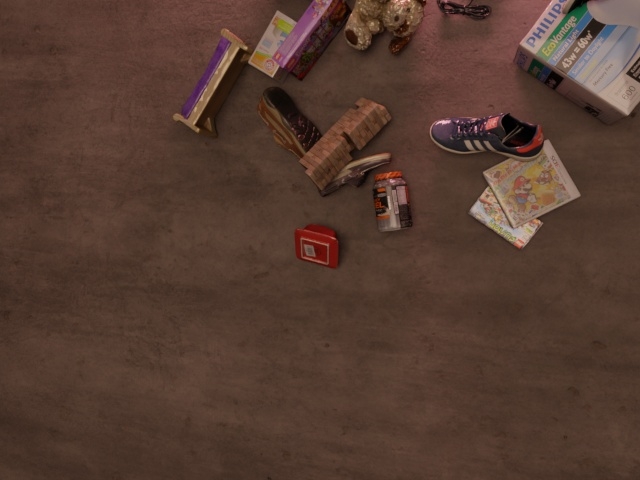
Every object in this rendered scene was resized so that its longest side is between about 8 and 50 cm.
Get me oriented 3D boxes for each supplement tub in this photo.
[{"bbox_3d":[0.238,-0.129,1.796,0.117,0.117,0.190,-8,91,16],"label":"supplement tub"}]

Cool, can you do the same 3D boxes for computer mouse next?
[{"bbox_3d":[0.465,-0.847,1.718,0.184,0.060,0.261,7,107,11],"label":"computer mouse"}]

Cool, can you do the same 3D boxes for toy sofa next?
[{"bbox_3d":[-0.386,-0.566,1.928,0.177,0.150,0.362,36,102,10],"label":"toy sofa"}]

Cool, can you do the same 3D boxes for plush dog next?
[{"bbox_3d":[0.224,-0.746,1.751,0.226,0.210,0.262,22,128,-1],"label":"plush dog"}]

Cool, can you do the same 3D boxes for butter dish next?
[{"bbox_3d":[0.000,0.000,1.879,0.160,0.118,0.160,14,139,14],"label":"butter dish"}]

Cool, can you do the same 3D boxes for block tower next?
[{"bbox_3d":[0.076,-0.329,1.788,0.335,0.091,0.097,-47,46,-2],"label":"block tower"}]

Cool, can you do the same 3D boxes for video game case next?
[{"bbox_3d":[0.662,-0.177,1.694,0.227,0.026,0.206,-27,81,7],"label":"video game case"}]

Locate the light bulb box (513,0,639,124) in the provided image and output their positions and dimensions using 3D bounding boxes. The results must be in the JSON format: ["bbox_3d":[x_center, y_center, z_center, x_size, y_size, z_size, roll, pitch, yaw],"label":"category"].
[{"bbox_3d":[0.818,-0.587,1.546,0.361,0.225,0.357,38,102,10],"label":"light bulb box"}]

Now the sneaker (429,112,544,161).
[{"bbox_3d":[0.513,-0.342,1.668,0.350,0.148,0.131,10,77,18],"label":"sneaker"}]

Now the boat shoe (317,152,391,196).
[{"bbox_3d":[0.114,-0.224,1.838,0.285,0.103,0.092,-16,94,20],"label":"boat shoe"}]

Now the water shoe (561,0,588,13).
[{"bbox_3d":[0.732,-0.665,1.410,0.203,0.073,0.080,-44,84,14],"label":"water shoe"}]

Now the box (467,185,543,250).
[{"bbox_3d":[0.595,-0.073,1.740,0.207,0.036,0.114,37,102,11],"label":"box"}]

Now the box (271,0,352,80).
[{"bbox_3d":[-0.023,-0.683,1.790,0.057,0.201,0.293,42,104,10],"label":"box"}]

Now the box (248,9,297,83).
[{"bbox_3d":[-0.142,-0.668,1.875,0.114,0.103,0.203,36,102,11],"label":"box"}]

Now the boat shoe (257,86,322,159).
[{"bbox_3d":[-0.103,-0.382,1.889,0.324,0.123,0.120,55,138,-1],"label":"boat shoe"}]
